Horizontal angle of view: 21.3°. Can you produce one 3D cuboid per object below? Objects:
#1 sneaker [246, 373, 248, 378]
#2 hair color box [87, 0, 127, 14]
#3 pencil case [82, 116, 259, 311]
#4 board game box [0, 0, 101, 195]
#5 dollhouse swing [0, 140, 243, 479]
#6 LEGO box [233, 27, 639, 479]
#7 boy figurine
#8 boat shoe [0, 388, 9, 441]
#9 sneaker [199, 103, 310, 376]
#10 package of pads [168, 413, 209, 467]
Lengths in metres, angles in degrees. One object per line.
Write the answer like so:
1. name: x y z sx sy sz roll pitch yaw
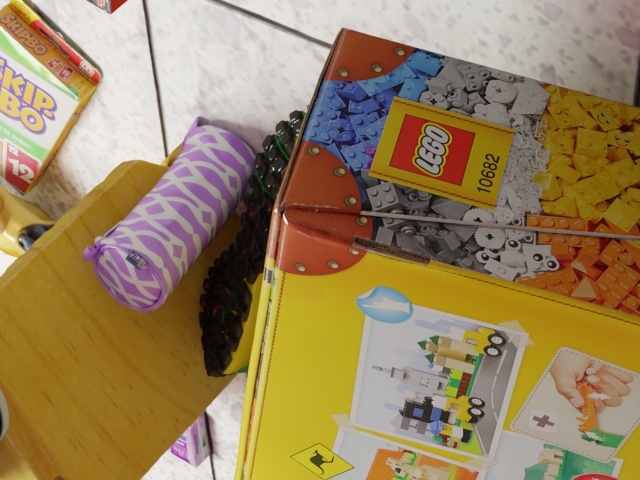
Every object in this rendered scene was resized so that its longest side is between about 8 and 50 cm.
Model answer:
1. sneaker: -0.065 0.151 1.863 0.031 0.035 0.083 9 133 41
2. hair color box: -0.236 -0.275 1.565 0.141 0.043 0.072 31 145 18
3. pencil case: -0.138 -0.024 1.600 0.088 0.206 0.086 34 139 4
4. board game box: -0.319 -0.149 1.798 0.124 0.039 0.259 42 143 -2
5. dollhouse swing: -0.261 0.117 1.748 0.305 0.347 0.315 -4 125 48
6. LEGO box: 0.138 0.110 1.380 0.372 0.193 0.500 16 142 4
7. boy figurine: -0.348 -0.007 1.891 0.285 0.092 0.177 23 178 16
8. boat shoe: -0.330 0.177 1.509 0.081 0.069 0.228 35 145 11
9. sneaker: 0.000 0.000 1.579 0.343 0.146 0.134 119 146 -45
10. package of pads: -0.164 0.232 2.056 0.050 0.032 0.083 27 143 26
